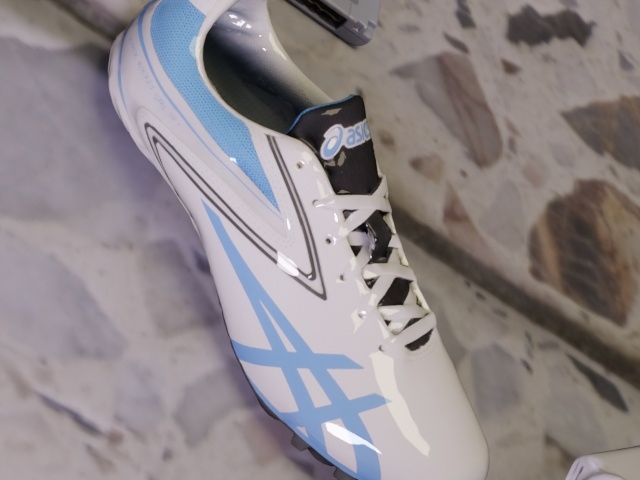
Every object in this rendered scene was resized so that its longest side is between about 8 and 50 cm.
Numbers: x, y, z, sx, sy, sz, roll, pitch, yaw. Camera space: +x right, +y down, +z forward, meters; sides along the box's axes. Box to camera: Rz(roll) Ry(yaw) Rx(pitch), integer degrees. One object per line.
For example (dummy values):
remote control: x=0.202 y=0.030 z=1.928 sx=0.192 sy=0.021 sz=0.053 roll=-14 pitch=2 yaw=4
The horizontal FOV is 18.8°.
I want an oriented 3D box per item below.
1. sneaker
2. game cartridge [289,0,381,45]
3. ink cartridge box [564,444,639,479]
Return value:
sneaker: x=0.000 y=0.000 z=0.759 sx=0.085 sy=0.086 sz=0.237 roll=-27 pitch=85 yaw=-53
game cartridge: x=-0.006 y=-0.133 z=0.903 sx=0.083 sy=0.017 sz=0.056 roll=33 pitch=47 yaw=-24
ink cartridge box: x=0.243 y=0.183 z=0.769 sx=0.307 sy=0.129 sz=0.223 roll=-1 pitch=33 yaw=-46
